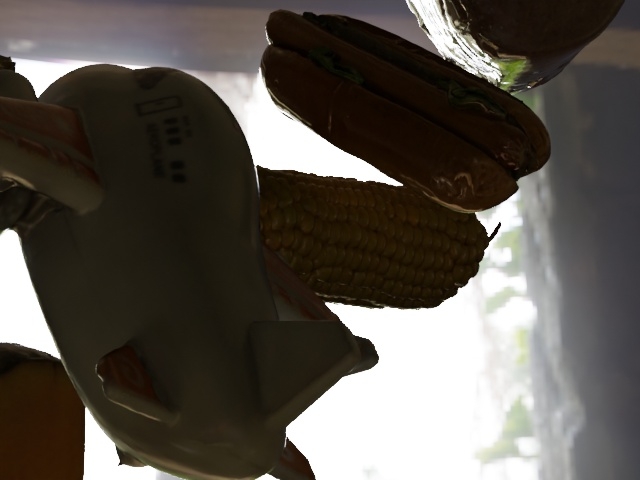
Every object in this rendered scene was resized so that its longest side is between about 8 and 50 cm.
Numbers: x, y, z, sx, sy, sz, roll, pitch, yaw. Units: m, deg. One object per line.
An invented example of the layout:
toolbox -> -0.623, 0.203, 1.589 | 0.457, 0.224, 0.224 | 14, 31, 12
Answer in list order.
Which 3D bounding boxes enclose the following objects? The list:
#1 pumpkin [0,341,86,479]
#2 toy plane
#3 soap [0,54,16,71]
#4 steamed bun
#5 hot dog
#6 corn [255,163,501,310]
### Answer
pumpkin -> -0.408, 0.259, 1.833 | 0.225, 0.256, 0.303 | 8, -47, -33
toy plane -> -0.063, 0.005, 0.677 | 0.117, 0.245, 0.244 | -42, -44, 17
soap -> -0.344, -0.068, 1.437 | 0.135, 0.233, 0.076 | -24, -35, 33
steamed bun -> 0.154, -0.287, 1.376 | 0.199, 0.301, 0.251 | -28, -4, -2
hot dog -> 0.050, -0.098, 1.107 | 0.249, 0.100, 0.068 | 31, -31, 39
corn -> 0.000, 0.000, 1.194 | 0.310, 0.101, 0.101 | 4, -26, -33
